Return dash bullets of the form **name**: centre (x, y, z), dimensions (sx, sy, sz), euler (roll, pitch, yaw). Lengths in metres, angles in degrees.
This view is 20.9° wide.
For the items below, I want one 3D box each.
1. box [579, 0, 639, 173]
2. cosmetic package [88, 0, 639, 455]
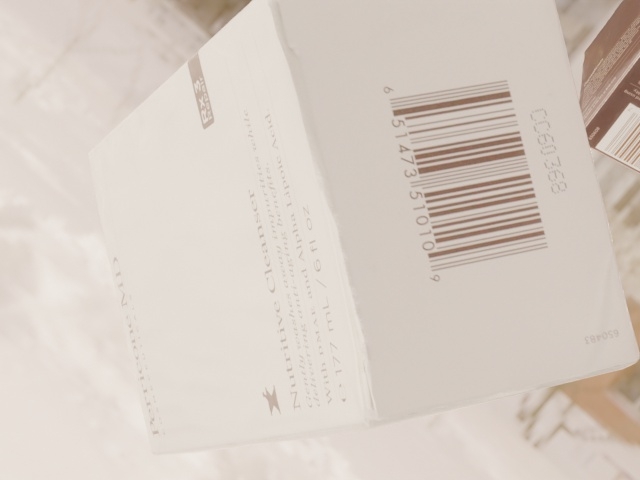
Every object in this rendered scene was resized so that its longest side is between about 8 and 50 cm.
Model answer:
- **box**: centre (0.420, -0.193, 2.073), dimensions (0.168, 0.167, 0.203), euler (26, 38, -9)
- **cosmetic package**: centre (0.000, 0.000, 0.975), dimensions (0.385, 0.156, 0.217), euler (152, -74, -66)
